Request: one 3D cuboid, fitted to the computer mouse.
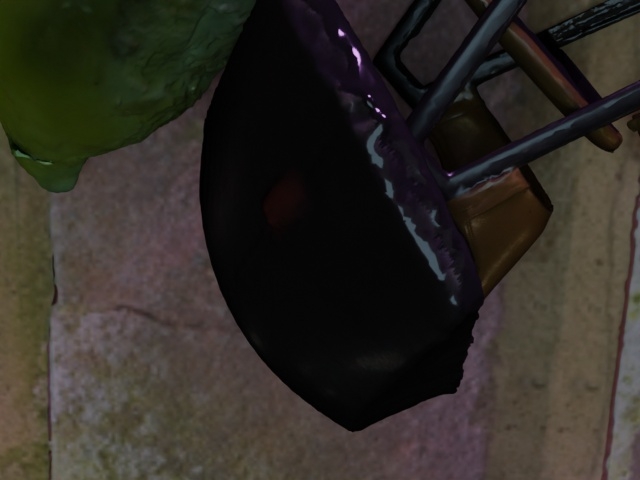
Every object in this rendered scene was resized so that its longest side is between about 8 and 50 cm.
[{"bbox_3d":[-0.005,0.002,0.604,0.087,0.295,0.168,-25,76,-8],"label":"computer mouse"}]

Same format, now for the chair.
[{"bbox_3d":[0.103,-0.094,0.625,0.247,0.159,0.172,-38,107,13],"label":"chair"}]

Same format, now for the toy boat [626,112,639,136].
[{"bbox_3d":[0.256,-0.083,0.667,0.200,0.077,0.057,-23,102,10],"label":"toy boat"}]

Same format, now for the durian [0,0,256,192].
[{"bbox_3d":[-0.087,-0.134,0.644,0.250,0.101,0.139,-40,105,14],"label":"durian"}]
